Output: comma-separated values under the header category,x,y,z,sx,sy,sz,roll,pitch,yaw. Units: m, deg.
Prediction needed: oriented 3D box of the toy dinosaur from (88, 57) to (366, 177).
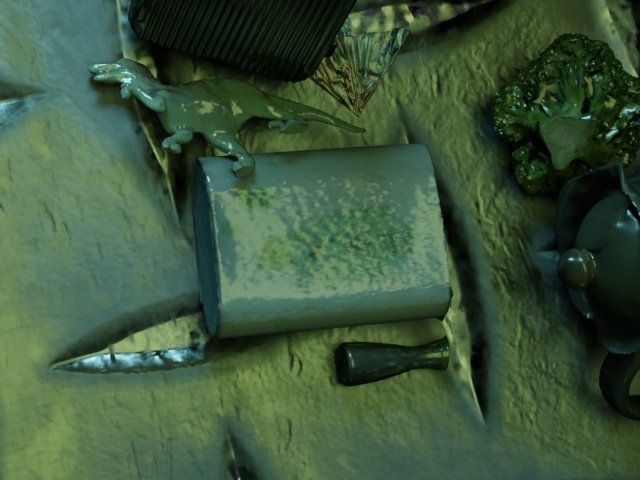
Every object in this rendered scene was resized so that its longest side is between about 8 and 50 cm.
category,x,y,z,sx,sy,sz,roll,pitch,yaw
toy dinosaur,-0.078,-0.126,1.803,0.242,0.167,0.053,-7,130,-28

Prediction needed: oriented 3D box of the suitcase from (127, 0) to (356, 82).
category,x,y,z,sx,sy,sz,roll,pitch,yaw
suitcase,-0.053,-0.269,1.708,0.202,0.312,0.128,16,63,-11

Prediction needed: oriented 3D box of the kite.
category,x,y,z,sx,sy,sz,roll,pitch,yaw
kite,0.024,-0.197,1.880,0.139,0.011,0.157,-7,87,-18

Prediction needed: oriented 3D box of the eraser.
category,x,y,z,sx,sy,sz,roll,pitch,yaw
eraser,0.000,0.000,1.814,0.227,0.081,0.174,-4,80,-17

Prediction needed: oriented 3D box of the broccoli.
category,x,y,z,sx,sy,sz,roll,pitch,yaw
broccoli,0.244,-0.115,1.876,0.146,0.138,0.162,42,113,-3

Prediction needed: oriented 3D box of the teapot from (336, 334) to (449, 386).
category,x,y,z,sx,sy,sz,roll,pitch,yaw
teapot,0.073,0.114,1.845,0.110,0.043,0.043,-5,86,-18

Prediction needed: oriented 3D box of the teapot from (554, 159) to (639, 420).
category,x,y,z,sx,sy,sz,roll,pitch,yaw
teapot,0.345,0.024,1.860,0.285,0.305,0.223,-12,55,-22
